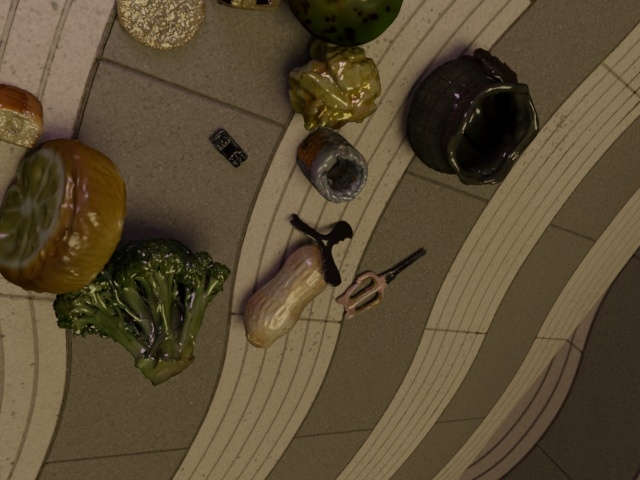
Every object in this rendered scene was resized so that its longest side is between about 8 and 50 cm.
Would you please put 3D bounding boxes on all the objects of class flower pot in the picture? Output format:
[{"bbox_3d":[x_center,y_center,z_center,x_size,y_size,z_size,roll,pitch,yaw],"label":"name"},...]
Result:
[{"bbox_3d":[0.364,-0.290,1.295,0.302,0.213,0.301,-19,132,-22],"label":"flower pot"}]

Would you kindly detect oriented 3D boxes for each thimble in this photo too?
[{"bbox_3d":[0.030,-0.165,1.224,0.127,0.118,0.151,-46,137,7],"label":"thimble"}]

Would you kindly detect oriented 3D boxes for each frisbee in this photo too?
[{"bbox_3d":[0.000,0.000,1.330,0.187,0.211,0.012,33,136,-23],"label":"frisbee"}]

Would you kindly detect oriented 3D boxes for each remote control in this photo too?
[{"bbox_3d":[-0.188,-0.189,1.124,0.039,0.014,0.096,-43,138,0],"label":"remote control"}]

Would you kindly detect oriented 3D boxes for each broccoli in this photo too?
[{"bbox_3d":[-0.339,0.130,1.077,0.321,0.283,0.304,-36,150,20],"label":"broccoli"}]

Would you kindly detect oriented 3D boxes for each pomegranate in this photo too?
[{"bbox_3d":[0.054,-0.460,0.975,0.263,0.211,0.211,-54,158,-53],"label":"pomegranate"}]

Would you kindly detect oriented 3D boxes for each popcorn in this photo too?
[{"bbox_3d":[0.025,-0.298,1.076,0.187,0.185,0.167,-41,119,11],"label":"popcorn"}]

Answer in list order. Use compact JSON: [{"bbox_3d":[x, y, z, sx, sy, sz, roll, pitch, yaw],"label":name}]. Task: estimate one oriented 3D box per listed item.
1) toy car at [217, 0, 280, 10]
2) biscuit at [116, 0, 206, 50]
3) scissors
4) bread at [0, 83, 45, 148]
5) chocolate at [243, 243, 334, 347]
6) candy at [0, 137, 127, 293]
[{"bbox_3d":[-0.106,-0.507,0.873,0.124,0.101,0.256,-10,129,-36],"label":"toy car"},{"bbox_3d":[-0.263,-0.390,0.909,0.152,0.020,0.152,-20,132,-24],"label":"biscuit"},{"bbox_3d":[0.190,0.118,1.626,0.318,0.024,0.160,-34,134,-9],"label":"scissors"},{"bbox_3d":[-0.487,-0.197,0.865,0.083,0.070,0.076,20,111,-46],"label":"bread"},{"bbox_3d":[-0.085,0.136,1.373,0.309,0.134,0.134,-52,136,5],"label":"chocolate"},{"bbox_3d":[-0.430,-0.041,0.895,0.260,0.260,0.118,-54,148,12],"label":"candy"}]
